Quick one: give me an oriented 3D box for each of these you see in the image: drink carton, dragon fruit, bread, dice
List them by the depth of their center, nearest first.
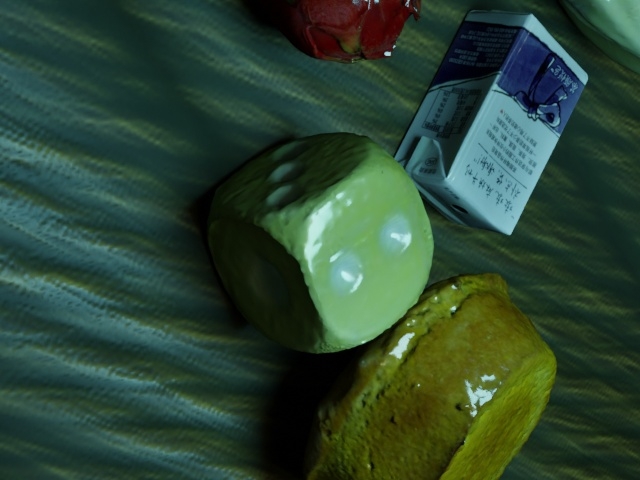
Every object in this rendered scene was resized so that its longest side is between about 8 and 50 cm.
[{"bbox_3d":[0.018,-0.268,1.525,0.172,0.172,0.209,-31,114,-33],"label":"dragon fruit"},{"bbox_3d":[0.000,0.000,1.566,0.169,0.166,0.169,-37,122,-30],"label":"dice"},{"bbox_3d":[0.122,0.182,1.662,0.312,0.172,0.312,-40,156,-22],"label":"bread"},{"bbox_3d":[0.193,-0.133,1.756,0.134,0.102,0.222,39,73,-42],"label":"drink carton"}]

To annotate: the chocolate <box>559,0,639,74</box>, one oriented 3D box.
[{"bbox_3d":[0.424,-0.325,1.775,0.297,0.326,0.314,-54,161,-23],"label":"chocolate"}]
